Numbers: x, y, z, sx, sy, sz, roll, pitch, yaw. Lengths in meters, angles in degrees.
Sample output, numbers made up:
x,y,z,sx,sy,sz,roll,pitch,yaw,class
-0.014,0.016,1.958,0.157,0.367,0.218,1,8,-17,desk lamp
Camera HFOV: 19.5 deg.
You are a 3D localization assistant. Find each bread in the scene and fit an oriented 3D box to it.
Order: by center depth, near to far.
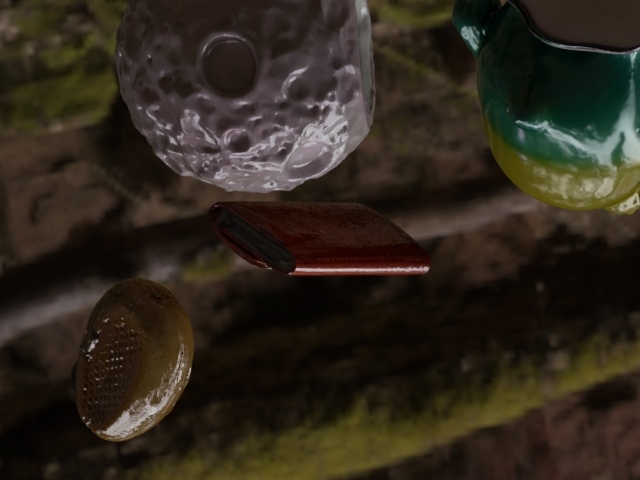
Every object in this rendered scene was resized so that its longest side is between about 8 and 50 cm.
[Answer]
x,y,z,sx,sy,sz,roll,pitch,yaw,class
-0.165,0.106,1.682,0.114,0.189,0.077,46,-133,16,bread

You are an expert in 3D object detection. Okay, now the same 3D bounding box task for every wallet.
x,y,z,sx,sy,sz,roll,pitch,yaw,class
0.000,0.000,1.941,0.204,0.045,0.142,0,-154,-44,wallet

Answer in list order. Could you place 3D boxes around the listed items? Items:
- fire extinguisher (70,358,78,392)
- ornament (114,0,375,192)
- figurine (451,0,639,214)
x,y,z,sx,sy,sz,roll,pitch,yaw,class
-0.220,0.146,2.192,0.072,0.089,0.267,-2,-172,11,fire extinguisher
-0.068,-0.167,1.680,0.225,0.259,0.259,-3,-161,8,ornament
0.281,-0.167,2.048,0.323,0.340,0.231,30,-119,24,figurine
